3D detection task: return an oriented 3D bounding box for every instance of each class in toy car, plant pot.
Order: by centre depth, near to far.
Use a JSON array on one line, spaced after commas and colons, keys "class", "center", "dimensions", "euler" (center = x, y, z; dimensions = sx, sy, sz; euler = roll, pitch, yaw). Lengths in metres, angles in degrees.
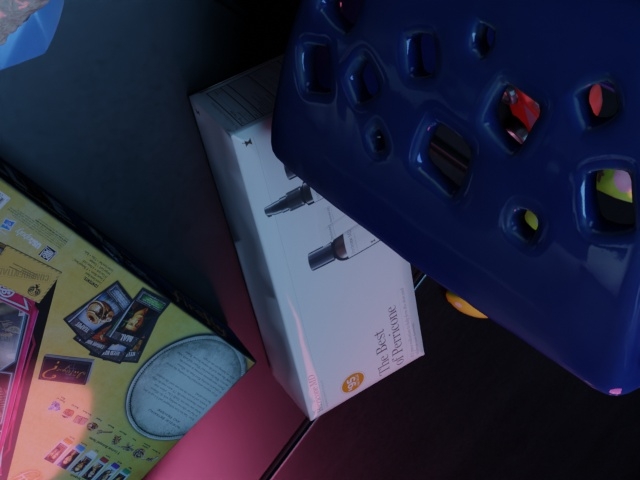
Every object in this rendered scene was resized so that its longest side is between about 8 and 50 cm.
[{"class": "plant pot", "center": [0.135, -0.110, 0.474], "dimensions": [0.236, 0.236, 0.212], "euler": [-24, 133, -31]}, {"class": "toy car", "center": [0.209, -0.049, 0.770], "dimensions": [0.225, 0.053, 0.239], "euler": [-11, 126, -28]}]

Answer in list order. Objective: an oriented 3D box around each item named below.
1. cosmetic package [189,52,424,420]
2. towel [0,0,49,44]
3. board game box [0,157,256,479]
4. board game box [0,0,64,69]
[{"class": "cosmetic package", "center": [0.000, 0.000, 0.656], "dimensions": [0.099, 0.060, 0.239], "euler": [-27, 132, -15]}, {"class": "towel", "center": [-0.184, -0.179, 0.338], "dimensions": [0.187, 0.049, 0.282], "euler": [-31, 134, 28]}, {"class": "board game box", "center": [-0.169, 0.067, 0.599], "dimensions": [0.165, 0.042, 0.243], "euler": [-45, 135, 1]}, {"class": "board game box", "center": [-0.198, -0.126, 0.450], "dimensions": [0.168, 0.033, 0.133], "euler": [-26, 122, -17]}]
